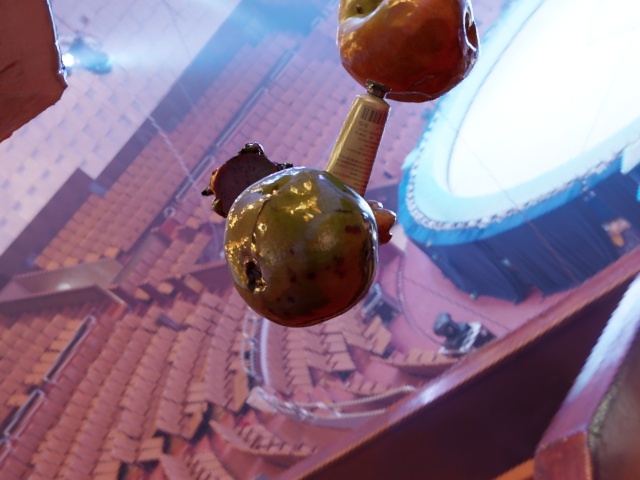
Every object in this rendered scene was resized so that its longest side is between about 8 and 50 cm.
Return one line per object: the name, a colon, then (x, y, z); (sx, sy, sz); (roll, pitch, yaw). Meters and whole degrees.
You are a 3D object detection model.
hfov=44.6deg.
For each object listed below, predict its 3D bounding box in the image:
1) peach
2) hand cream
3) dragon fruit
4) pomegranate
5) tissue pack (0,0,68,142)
peach: (0.142, -0.309, 1.171); (0.214, 0.236, 0.214); (-14, 69, 41)
hand cream: (0.043, -0.104, 1.072); (0.233, 0.080, 0.050); (-71, 24, 12)
dragon fruit: (-0.130, -0.094, 1.323); (0.175, 0.142, 0.138); (176, 99, -75)
pomegranate: (-0.015, 0.001, 0.878); (0.179, 0.179, 0.210); (-46, -3, 22)
tissue pack: (-0.293, -0.197, 0.475); (0.137, 0.269, 0.209); (-39, -6, -21)
